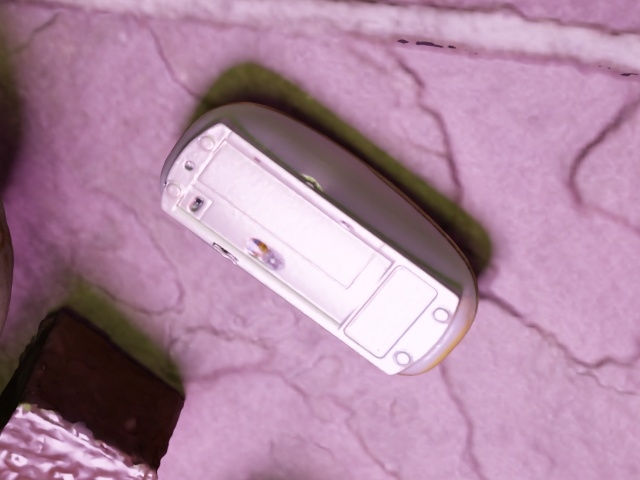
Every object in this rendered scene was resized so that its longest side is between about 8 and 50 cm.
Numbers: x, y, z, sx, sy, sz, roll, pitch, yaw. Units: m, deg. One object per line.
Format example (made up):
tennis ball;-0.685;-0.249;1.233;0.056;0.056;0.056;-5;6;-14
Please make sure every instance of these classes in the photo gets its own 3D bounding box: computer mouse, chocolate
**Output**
computer mouse;0.000;-0.001;1.020;0.199;0.045;0.102;35;124;-3
chocolate;-0.208;0.199;1.177;0.112;0.112;0.321;30;123;-11

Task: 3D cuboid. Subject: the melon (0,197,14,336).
melon;-0.330;0.031;1.029;0.272;0.272;0.308;44;114;-8
